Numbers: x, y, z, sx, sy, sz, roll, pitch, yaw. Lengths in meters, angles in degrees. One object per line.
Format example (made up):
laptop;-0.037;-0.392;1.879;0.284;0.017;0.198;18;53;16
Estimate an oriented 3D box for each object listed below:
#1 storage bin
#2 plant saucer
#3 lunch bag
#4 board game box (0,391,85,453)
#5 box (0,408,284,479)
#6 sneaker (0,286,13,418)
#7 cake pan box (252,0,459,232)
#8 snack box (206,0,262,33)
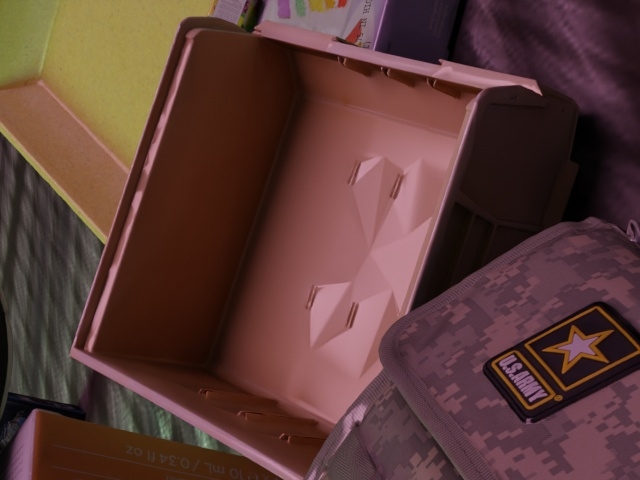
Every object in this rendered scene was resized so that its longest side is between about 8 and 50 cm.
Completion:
storage bin;0.000;0.000;0.809;0.262;0.123;0.260;21;94;43
plant saucer;-0.222;-0.203;1.342;0.333;0.081;0.333;43;127;28
lunch bag;0.106;0.138;0.579;0.287;0.169;0.235;-59;26;11
board game box;-0.373;0.286;1.398;0.042;0.165;0.243;13;87;63
box;-0.136;0.320;0.869;0.168;0.215;0.345;-48;36;40
sneaker;-0.258;0.151;0.862;0.153;0.101;0.268;28;105;63
cake pan box;0.006;-0.119;1.022;0.246;0.070;0.267;9;83;65
snack box;-0.079;-0.182;1.175;0.141;0.037;0.100;-38;-28;-77
